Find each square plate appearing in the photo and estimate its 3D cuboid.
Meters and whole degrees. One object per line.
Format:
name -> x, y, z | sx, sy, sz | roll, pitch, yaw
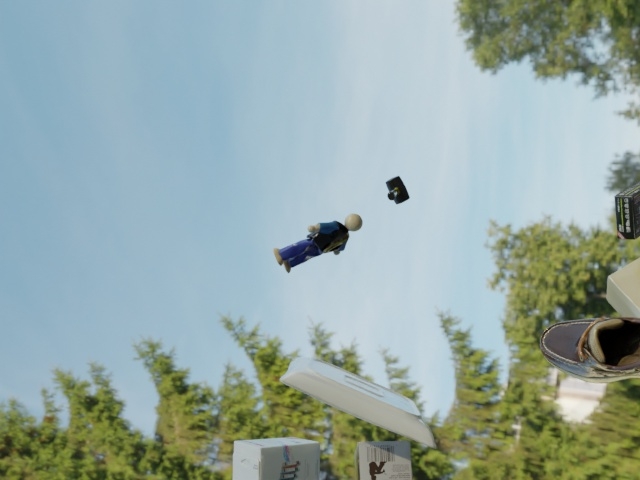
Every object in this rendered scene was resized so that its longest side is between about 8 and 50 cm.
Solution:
square plate -> 0.086, 0.343, 1.666 | 0.347, 0.344, 0.049 | 55, -123, -87

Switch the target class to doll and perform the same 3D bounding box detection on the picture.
doll -> 0.000, 0.000, 1.511 | 0.129, 0.189, 0.046 | 50, -163, -54

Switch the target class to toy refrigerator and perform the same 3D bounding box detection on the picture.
toy refrigerator -> 0.676, 0.165, 1.433 | 0.094, 0.269, 0.102 | -30, -38, -2

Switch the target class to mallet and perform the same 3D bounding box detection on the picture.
mallet -> 0.159, -0.113, 1.628 | 0.062, 0.039, 0.190 | 65, -167, 4

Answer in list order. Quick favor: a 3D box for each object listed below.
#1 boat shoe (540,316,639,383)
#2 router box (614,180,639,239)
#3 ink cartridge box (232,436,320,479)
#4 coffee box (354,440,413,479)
boat shoe -> 0.490, 0.170, 1.244 | 0.123, 0.342, 0.123 | 36, -104, -26
router box -> 0.646, -0.063, 1.529 | 0.122, 0.038, 0.092 | -23, -70, -42
ink cartridge box -> -0.108, 0.548, 1.801 | 0.176, 0.128, 0.127 | 7, -99, -35
coffee box -> 0.139, 0.595, 1.607 | 0.168, 0.119, 0.297 | 90, 179, -67
